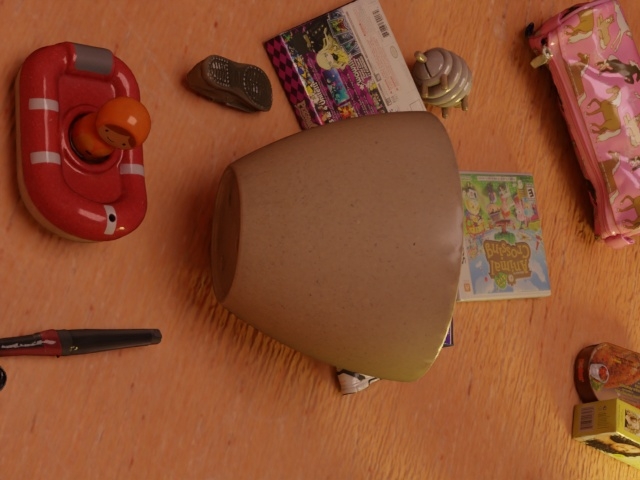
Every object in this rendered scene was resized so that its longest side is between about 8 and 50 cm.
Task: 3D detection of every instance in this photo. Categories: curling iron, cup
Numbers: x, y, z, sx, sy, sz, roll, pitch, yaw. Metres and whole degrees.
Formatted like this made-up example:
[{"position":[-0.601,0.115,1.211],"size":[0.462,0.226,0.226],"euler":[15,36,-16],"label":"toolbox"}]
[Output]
[{"position":[-0.290,0.126,1.492],"size":[0.274,0.035,0.068],"euler":[-10,90,-43],"label":"curling iron"},{"position":[0.000,0.000,1.636],"size":[0.237,0.331,0.331],"euler":[4,75,-15],"label":"cup"}]

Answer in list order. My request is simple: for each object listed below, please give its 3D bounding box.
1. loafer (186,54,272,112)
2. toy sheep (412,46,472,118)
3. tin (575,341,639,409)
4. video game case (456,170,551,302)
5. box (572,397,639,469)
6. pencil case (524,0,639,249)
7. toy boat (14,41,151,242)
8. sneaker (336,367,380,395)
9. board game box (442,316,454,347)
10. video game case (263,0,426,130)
[{"position":[-0.113,-0.198,1.731],"size":[0.148,0.050,0.056],"euler":[24,66,-54],"label":"loafer"},{"position":[0.174,-0.233,1.977],"size":[0.132,0.091,0.091],"euler":[43,52,-47],"label":"toy sheep"},{"position":[0.471,0.225,2.166],"size":[0.190,0.040,0.106],"euler":[20,62,-38],"label":"tin"},{"position":[0.257,-0.008,2.037],"size":[0.212,0.023,0.193],"euler":[-1,80,-43],"label":"video game case"},{"position":[0.497,0.311,2.134],"size":[0.232,0.087,0.058],"euler":[25,61,-34],"label":"box"},{"position":[0.456,-0.187,2.177],"size":[0.160,0.167,0.386],"euler":[-81,149,-83],"label":"pencil case"},{"position":[-0.244,-0.115,1.516],"size":[0.151,0.151,0.231],"euler":[5,76,-42],"label":"toy boat"},{"position":[0.064,0.166,1.804],"size":[0.109,0.040,0.043],"euler":[-21,91,-44],"label":"sneaker"},{"position":[0.126,0.041,1.896],"size":[0.136,0.035,0.201],"euler":[14,70,-40],"label":"board game box"},{"position":[0.047,-0.204,1.882],"size":[0.210,0.042,0.232],"euler":[-33,102,-42],"label":"video game case"}]
